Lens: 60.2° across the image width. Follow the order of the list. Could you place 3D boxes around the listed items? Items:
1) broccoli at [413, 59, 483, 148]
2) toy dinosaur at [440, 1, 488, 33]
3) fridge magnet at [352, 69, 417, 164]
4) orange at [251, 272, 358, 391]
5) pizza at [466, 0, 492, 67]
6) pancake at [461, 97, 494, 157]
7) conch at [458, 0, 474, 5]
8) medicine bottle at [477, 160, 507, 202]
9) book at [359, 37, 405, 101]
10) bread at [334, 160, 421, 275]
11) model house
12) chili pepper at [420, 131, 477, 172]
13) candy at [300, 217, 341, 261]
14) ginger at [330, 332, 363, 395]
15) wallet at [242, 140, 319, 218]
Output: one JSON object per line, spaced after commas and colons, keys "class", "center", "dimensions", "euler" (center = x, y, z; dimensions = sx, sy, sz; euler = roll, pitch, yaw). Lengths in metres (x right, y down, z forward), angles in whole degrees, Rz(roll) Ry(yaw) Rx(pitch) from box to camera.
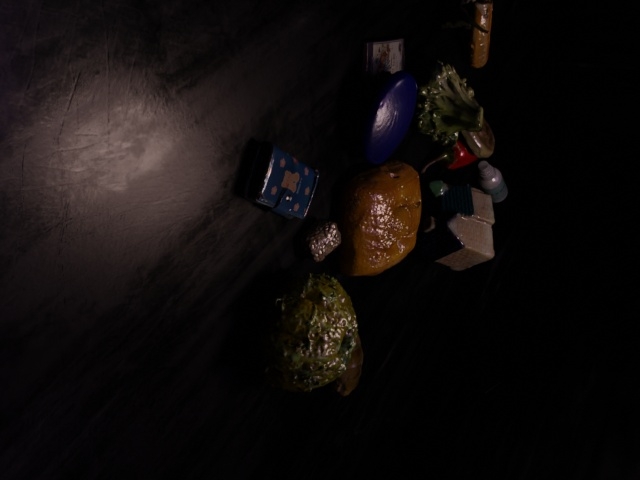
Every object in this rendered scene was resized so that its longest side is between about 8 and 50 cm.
{"class": "broccoli", "center": [0.431, -0.434, 1.782], "dimensions": [0.288, 0.246, 0.247], "euler": [10, 101, -60]}
{"class": "toy dinosaur", "center": [0.490, -0.732, 1.810], "dimensions": [0.187, 0.179, 0.087], "euler": [-33, 132, -51]}
{"class": "fridge magnet", "center": [0.181, -0.339, 1.526], "dimensions": [0.265, 0.113, 0.265], "euler": [-45, 151, -34]}
{"class": "orange", "center": [-0.021, 0.228, 1.378], "dimensions": [0.300, 0.223, 0.301], "euler": [21, 85, -65]}
{"class": "pizza", "center": [0.582, -0.774, 2.024], "dimensions": [0.335, 0.086, 0.226], "euler": [49, 50, -66]}
{"class": "pancake", "center": [0.564, -0.440, 2.052], "dimensions": [0.294, 0.049, 0.294], "euler": [30, 48, -40]}
{"class": "conch", "center": [0.550, -0.894, 1.769], "dimensions": [0.241, 0.313, 0.186], "euler": [11, 54, -26]}
{"class": "medicine bottle", "center": [0.795, -0.284, 2.584], "dimensions": [0.352, 0.110, 0.110], "euler": [32, 76, -59]}
{"class": "book", "center": [0.181, -0.486, 1.567], "dimensions": [0.231, 0.026, 0.157], "euler": [-31, 128, -50]}
{"class": "bread", "center": [0.182, -0.055, 1.647], "dimensions": [0.328, 0.148, 0.337], "euler": [-25, 124, -52]}
{"class": "model house", "center": [0.489, -0.070, 2.101], "dimensions": [0.284, 0.243, 0.298], "euler": [17, 61, -35]}
{"class": "chili pepper", "center": [0.503, -0.335, 2.064], "dimensions": [0.338, 0.131, 0.134], "euler": [-22, 112, -51]}
{"class": "candy", "center": [0.000, 0.000, 1.451], "dimensions": [0.110, 0.085, 0.095], "euler": [-39, 127, -29]}
{"class": "ginger", "center": [0.075, 0.354, 1.708], "dimensions": [0.109, 0.117, 0.262], "euler": [-107, -170, -66]}
{"class": "wallet", "center": [-0.085, -0.128, 1.263], "dimensions": [0.202, 0.059, 0.141], "euler": [20, 88, -60]}
